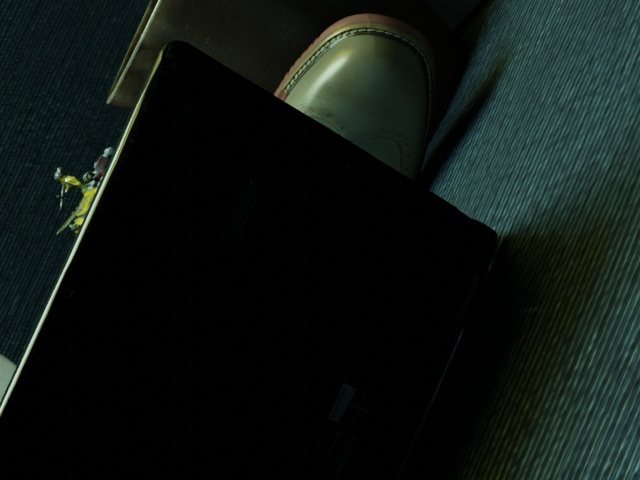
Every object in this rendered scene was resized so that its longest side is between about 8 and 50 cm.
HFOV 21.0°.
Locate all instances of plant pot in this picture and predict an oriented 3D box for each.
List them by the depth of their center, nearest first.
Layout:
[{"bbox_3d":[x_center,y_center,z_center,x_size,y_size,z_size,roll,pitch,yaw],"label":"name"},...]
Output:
[{"bbox_3d":[-0.014,-0.154,1.323,0.215,0.230,0.215,-62,11,20],"label":"plant pot"}]

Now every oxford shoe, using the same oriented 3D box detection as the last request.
[{"bbox_3d":[0.000,0.000,1.243,0.130,0.123,0.348,-85,12,-51],"label":"oxford shoe"}]

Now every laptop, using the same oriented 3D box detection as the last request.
[{"bbox_3d":[-0.083,0.126,1.008,0.236,0.408,0.382,17,81,47],"label":"laptop"}]

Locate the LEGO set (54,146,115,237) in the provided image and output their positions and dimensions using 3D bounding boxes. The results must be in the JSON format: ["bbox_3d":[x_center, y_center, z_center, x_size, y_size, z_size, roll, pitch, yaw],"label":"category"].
[{"bbox_3d":[-0.189,0.036,1.546,0.255,0.192,0.331,-60,17,-6],"label":"LEGO set"}]

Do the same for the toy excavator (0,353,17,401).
[{"bbox_3d":[-0.327,0.327,1.376,0.433,0.445,0.222,-25,-20,-39],"label":"toy excavator"}]

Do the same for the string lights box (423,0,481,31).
[{"bbox_3d":[0.130,-0.307,1.392,0.259,0.077,0.133,-69,10,-22],"label":"string lights box"}]
